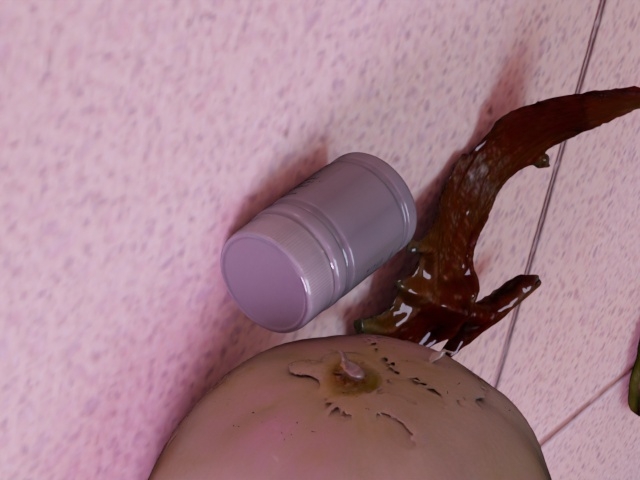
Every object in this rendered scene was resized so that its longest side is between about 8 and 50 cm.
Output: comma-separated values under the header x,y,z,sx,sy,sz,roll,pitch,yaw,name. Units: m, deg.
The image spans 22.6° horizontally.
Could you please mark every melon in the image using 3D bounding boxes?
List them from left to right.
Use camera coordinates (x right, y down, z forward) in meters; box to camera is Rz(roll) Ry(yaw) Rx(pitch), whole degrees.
x,y,z,sx,sy,sz,roll,pitch,yaw,name
0.008,0.191,0.806,0.223,0.223,0.317,-28,134,-49,melon

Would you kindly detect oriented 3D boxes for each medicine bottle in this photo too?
x,y,z,sx,sy,sz,roll,pitch,yaw,name
0.000,0.000,0.795,0.091,0.058,0.058,-37,144,-41,medicine bottle

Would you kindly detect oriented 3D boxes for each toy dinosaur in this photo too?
x,y,z,sx,sy,sz,roll,pitch,yaw,name
0.091,0.060,0.959,0.327,0.113,0.206,-50,151,-20,toy dinosaur

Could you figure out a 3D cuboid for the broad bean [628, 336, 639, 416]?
x,y,z,sx,sy,sz,roll,pitch,yaw,name
0.314,0.092,1.469,0.069,0.039,0.227,-33,143,-34,broad bean
